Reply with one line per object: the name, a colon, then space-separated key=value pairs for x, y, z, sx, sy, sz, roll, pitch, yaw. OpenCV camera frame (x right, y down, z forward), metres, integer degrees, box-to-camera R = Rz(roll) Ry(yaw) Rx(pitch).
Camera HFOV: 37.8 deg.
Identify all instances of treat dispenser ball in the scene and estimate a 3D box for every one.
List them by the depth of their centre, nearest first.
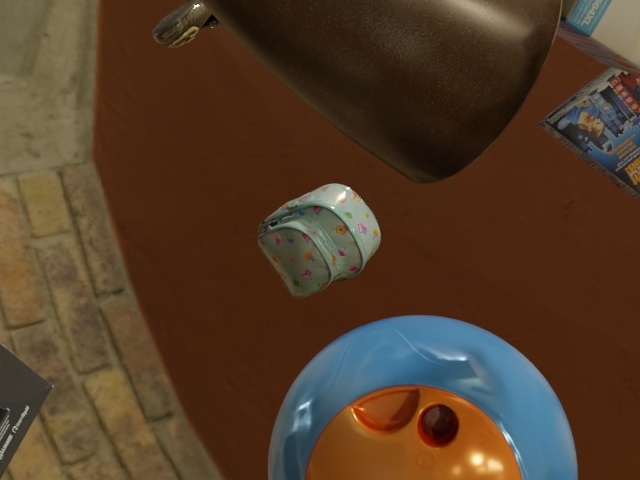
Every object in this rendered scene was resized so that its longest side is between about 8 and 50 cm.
treat dispenser ball: x=0.094 y=0.214 z=0.883 sx=0.288 sy=0.288 sz=0.288 roll=10 pitch=-74 yaw=36

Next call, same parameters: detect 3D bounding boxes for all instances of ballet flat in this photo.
ballet flat: x=-0.170 y=-0.308 z=1.307 sx=0.084 sy=0.250 sz=0.058 roll=-25 pitch=-72 yaw=16

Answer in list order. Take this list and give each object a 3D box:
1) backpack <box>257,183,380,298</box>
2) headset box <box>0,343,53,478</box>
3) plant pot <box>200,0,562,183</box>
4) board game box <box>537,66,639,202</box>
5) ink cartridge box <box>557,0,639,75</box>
backpack: x=0.000 y=0.000 z=1.583 sx=0.188 sy=0.144 sz=0.166 roll=-26 pitch=-78 yaw=35
headset box: x=-0.442 y=0.235 z=1.023 sx=0.293 sy=0.218 sz=0.110 roll=-21 pitch=-55 yaw=38
plant pot: x=0.028 y=-0.187 z=0.732 sx=0.215 sy=0.230 sz=0.215 roll=-47 pitch=-150 yaw=38
board game box: x=0.469 y=-0.165 z=1.421 sx=0.194 sy=0.060 sz=0.194 roll=-38 pitch=-90 yaw=3
ink cartridge box: x=0.253 y=-0.203 z=0.797 sx=0.090 sy=0.143 sz=0.092 roll=-61 pitch=-149 yaw=11
